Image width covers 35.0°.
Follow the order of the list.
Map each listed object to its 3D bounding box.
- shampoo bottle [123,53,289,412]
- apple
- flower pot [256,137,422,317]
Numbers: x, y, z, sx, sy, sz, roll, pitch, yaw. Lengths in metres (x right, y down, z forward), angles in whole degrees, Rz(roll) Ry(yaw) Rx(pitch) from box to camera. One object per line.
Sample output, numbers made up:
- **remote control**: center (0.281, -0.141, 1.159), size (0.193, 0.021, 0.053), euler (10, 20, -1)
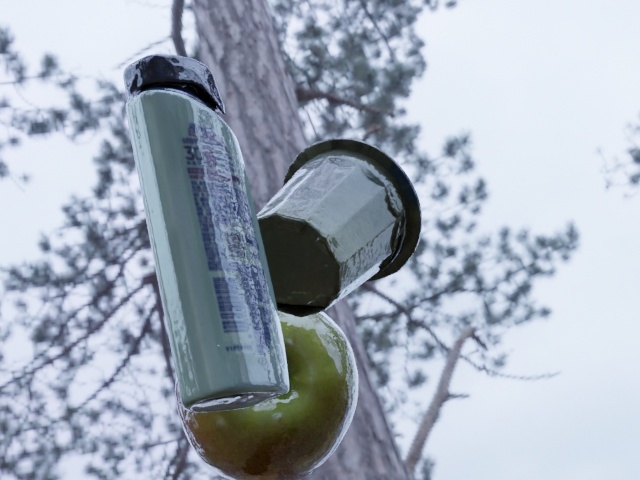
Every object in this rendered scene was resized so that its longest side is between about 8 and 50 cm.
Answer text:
- **shampoo bottle**: center (-0.112, -0.012, 1.017), size (0.078, 0.359, 0.134), euler (-28, -23, 35)
- **apple**: center (-0.088, 0.274, 1.832), size (0.339, 0.338, 0.305), euler (-5, -20, -19)
- **flower pot**: center (0.000, 0.000, 1.318), size (0.212, 0.212, 0.202), euler (-52, -4, 38)
